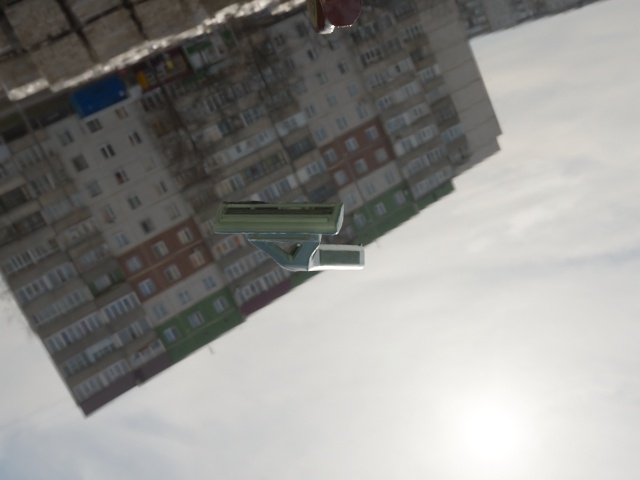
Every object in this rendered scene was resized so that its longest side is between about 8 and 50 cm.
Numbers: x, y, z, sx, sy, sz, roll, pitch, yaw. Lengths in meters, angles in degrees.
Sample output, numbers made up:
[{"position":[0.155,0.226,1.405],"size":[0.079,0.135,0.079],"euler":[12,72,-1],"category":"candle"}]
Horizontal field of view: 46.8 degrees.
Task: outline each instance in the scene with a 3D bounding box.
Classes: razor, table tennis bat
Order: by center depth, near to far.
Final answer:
[{"position":[0.000,0.011,0.744],"size":[0.111,0.056,0.278],"euler":[1,171,17],"category":"razor"},{"position":[0.000,-0.422,1.087],"size":[0.051,0.268,0.414],"euler":[-8,-140,-4],"category":"table tennis bat"}]
